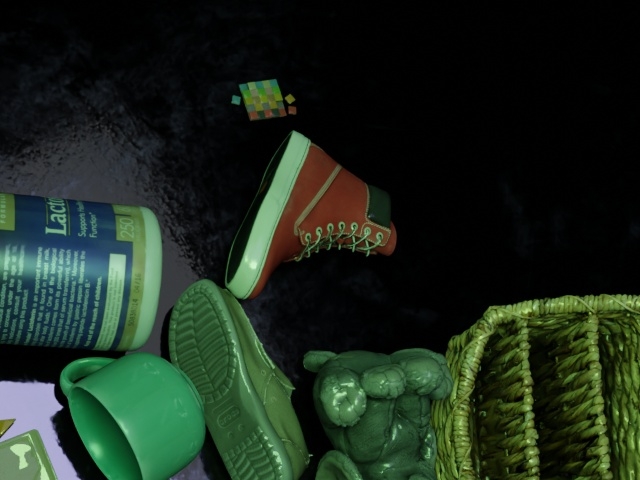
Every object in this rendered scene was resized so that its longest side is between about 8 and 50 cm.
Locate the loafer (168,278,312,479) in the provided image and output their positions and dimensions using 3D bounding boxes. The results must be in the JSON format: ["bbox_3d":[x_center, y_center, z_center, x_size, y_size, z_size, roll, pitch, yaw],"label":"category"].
[{"bbox_3d":[-0.085,0.160,1.229,0.087,0.094,0.251,1,63,-58],"label":"loafer"}]

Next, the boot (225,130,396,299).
[{"bbox_3d":[0.000,0.000,1.300,0.176,0.088,0.244,33,47,-10],"label":"boot"}]

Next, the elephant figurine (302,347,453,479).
[{"bbox_3d":[0.070,0.244,1.214,0.169,0.186,0.240,-7,97,8],"label":"elephant figurine"}]

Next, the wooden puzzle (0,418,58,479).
[{"bbox_3d":[-0.307,0.232,1.142,0.078,0.014,0.116,-13,75,-21],"label":"wooden puzzle"}]

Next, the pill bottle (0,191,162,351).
[{"bbox_3d":[-0.303,0.029,1.143,0.264,0.153,0.153,5,68,-20],"label":"pill bottle"}]

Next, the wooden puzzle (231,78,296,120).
[{"bbox_3d":[-0.070,-0.173,1.402,0.083,0.006,0.049,-11,74,-25],"label":"wooden puzzle"}]

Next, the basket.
[{"bbox_3d":[0.251,0.215,1.254,0.213,0.223,0.299,9,67,-19],"label":"basket"}]

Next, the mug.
[{"bbox_3d":[-0.185,0.167,1.149,0.097,0.129,0.158,-30,82,-32],"label":"mug"}]
